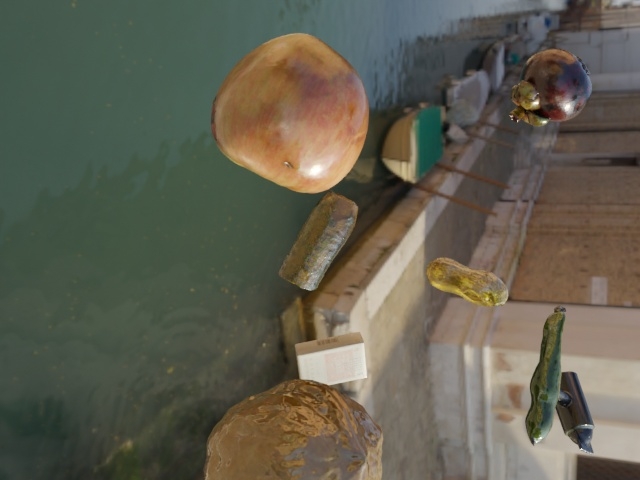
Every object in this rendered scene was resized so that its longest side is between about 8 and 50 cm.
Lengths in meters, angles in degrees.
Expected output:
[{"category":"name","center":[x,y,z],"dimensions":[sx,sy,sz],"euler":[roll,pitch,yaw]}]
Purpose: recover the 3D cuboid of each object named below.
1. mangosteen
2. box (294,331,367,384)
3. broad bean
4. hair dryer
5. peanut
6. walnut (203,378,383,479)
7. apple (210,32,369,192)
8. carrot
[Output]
[{"category":"mangosteen","center":[0.522,-0.343,1.569],"dimensions":[0.200,0.200,0.199],"euler":[2,90,-69]},{"category":"box","center":[0.031,0.355,2.005],"dimensions":[0.058,0.201,0.140],"euler":[-113,-165,-60]},{"category":"broad bean","center":[0.482,0.276,1.429],"dimensions":[0.098,0.056,0.317],"euler":[45,59,-41]},{"category":"hair dryer","center":[0.570,0.394,1.625],"dimensions":[0.248,0.078,0.195],"euler":[31,39,-40]},{"category":"peanut","center":[0.355,0.100,1.647],"dimensions":[0.087,0.207,0.087],"euler":[-47,149,-40]},{"category":"walnut","center":[-0.040,0.407,1.263],"dimensions":[0.306,0.344,0.305],"euler":[15,68,-43]},{"category":"apple","center":[-0.063,-0.304,1.644],"dimensions":[0.346,0.392,0.391],"euler":[-63,157,0]},{"category":"carrot","center":[0.000,0.000,1.170],"dimensions":[0.173,0.082,0.082],"euler":[-59,158,5]}]
